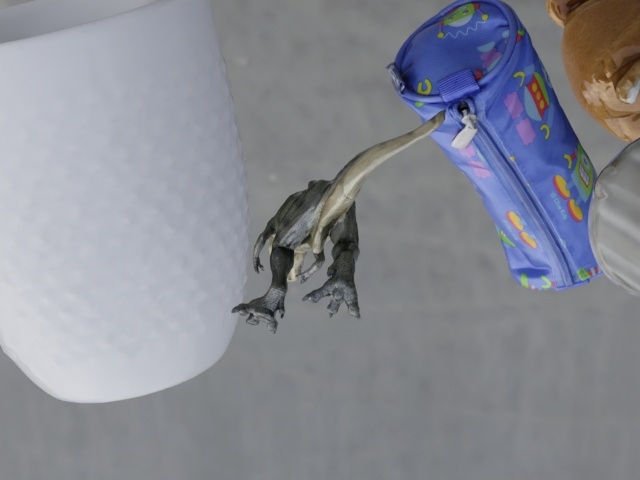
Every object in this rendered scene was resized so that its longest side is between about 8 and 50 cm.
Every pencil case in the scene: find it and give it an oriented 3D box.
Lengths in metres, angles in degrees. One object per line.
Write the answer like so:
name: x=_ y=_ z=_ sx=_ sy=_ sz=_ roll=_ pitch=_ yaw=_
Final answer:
pencil case: x=0.174 y=-0.077 z=1.688 sx=0.119 sy=0.133 sz=0.306 roll=-16 pitch=134 yaw=22

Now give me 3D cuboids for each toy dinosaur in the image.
toy dinosaur: x=0.000 y=0.000 z=1.288 sx=0.064 sy=0.118 sz=0.268 roll=25 pitch=155 yaw=-15

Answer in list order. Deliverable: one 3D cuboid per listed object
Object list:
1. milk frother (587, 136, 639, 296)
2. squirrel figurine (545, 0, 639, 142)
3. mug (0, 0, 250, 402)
milk frother: x=0.176 y=0.041 z=0.829 sx=0.129 sy=0.143 sz=0.135 roll=43 pitch=-179 yaw=-22
squirrel figurine: x=0.413 y=-0.270 z=1.865 sx=0.370 sy=0.281 sz=0.397 roll=-18 pitch=137 yaw=-6
mug: x=-0.244 y=-0.033 z=1.653 sx=0.374 sy=0.328 sz=0.276 roll=-9 pitch=-165 yaw=15
